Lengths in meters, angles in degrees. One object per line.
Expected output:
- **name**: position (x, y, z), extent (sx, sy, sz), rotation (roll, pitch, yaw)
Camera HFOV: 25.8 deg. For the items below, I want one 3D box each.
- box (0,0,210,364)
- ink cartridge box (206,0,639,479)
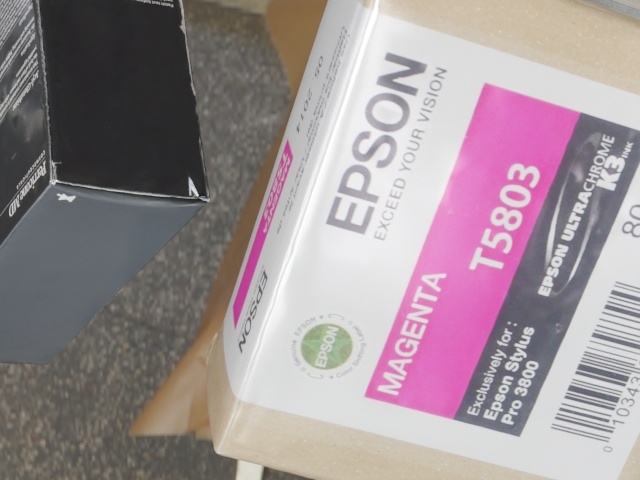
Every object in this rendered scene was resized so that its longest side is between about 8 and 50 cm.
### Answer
- **box**: position (-0.179, -0.051, 0.888), extent (0.103, 0.261, 0.184), rotation (8, 61, -30)
- **ink cartridge box**: position (0.074, -0.001, 0.608), extent (0.193, 0.234, 0.088), rotation (14, 21, -12)
